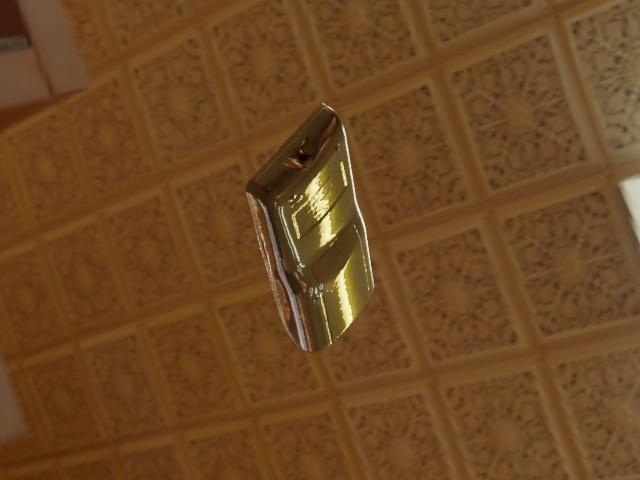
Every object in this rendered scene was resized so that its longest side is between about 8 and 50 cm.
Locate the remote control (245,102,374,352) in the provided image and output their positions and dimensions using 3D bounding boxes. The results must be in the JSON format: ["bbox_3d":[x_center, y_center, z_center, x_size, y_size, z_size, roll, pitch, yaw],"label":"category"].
[{"bbox_3d":[0.000,0.000,0.743,0.029,0.061,0.162,31,-21,22],"label":"remote control"}]
